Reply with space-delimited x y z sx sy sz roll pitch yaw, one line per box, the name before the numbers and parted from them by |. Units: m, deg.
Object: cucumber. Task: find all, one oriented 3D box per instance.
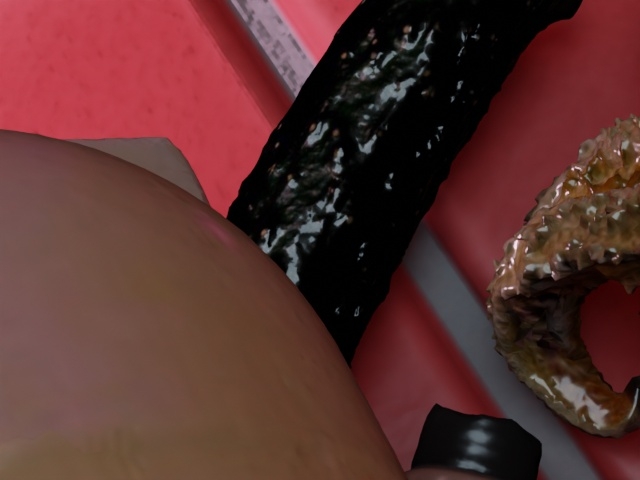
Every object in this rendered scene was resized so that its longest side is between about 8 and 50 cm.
cucumber | 0.000 0.000 0.598 0.081 0.072 0.303 26 73 20

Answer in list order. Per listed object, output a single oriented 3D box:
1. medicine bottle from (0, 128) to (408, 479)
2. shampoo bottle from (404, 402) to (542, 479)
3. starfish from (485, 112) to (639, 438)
medicine bottle | -0.079 0.119 0.396 0.236 0.235 0.406 -24 54 -2
shampoo bottle | 0.025 0.176 0.506 0.127 0.078 0.256 10 70 19
starfish | 0.176 -0.040 0.499 0.303 0.113 0.312 13 78 61
